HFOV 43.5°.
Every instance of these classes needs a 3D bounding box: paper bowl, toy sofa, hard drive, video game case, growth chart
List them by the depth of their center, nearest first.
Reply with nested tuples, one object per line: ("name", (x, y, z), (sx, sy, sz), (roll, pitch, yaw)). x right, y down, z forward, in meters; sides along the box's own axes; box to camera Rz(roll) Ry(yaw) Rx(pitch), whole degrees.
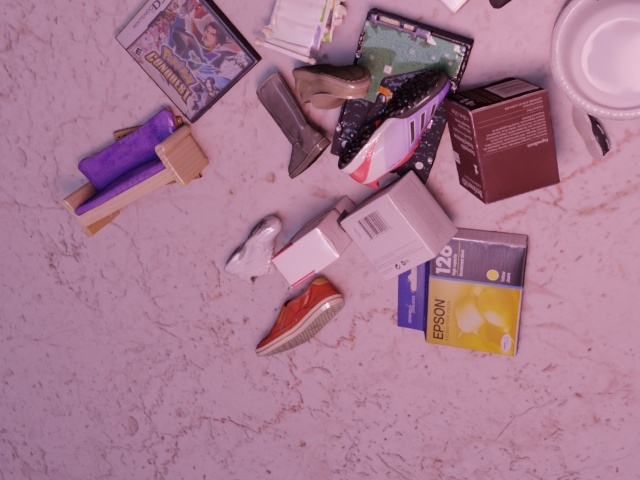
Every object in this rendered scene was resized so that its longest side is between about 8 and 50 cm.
("paper bowl", (0.587, -0.370, 1.547), (0.284, 0.148, 0.284), (9, 120, 16))
("growth chart", (-0.028, -0.502, 1.739), (0.172, 0.021, 0.237), (27, 109, 6))
("hard drive", (0.173, -0.312, 1.768), (0.237, 0.064, 0.339), (20, 122, 9))
("video game case", (-0.313, -0.452, 1.882), (0.248, 0.035, 0.275), (-36, 100, 30))
("toy sofa", (-0.476, -0.167, 1.994), (0.362, 0.150, 0.177), (-24, 108, 28))

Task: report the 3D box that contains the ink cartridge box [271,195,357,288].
("ink cartridge box", (0.000, 0.000, 1.899), (0.158, 0.218, 0.092), (-35, 96, 30))

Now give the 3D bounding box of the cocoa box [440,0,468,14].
("cocoa box", (0.221, -0.634, 1.485), (0.347, 0.231, 0.228), (43, 119, -5))

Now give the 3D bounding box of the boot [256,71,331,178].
("boot", (-0.082, -0.264, 1.874), (0.208, 0.076, 0.189), (46, 140, 0))

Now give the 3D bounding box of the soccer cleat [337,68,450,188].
("soccer cleat", (0.176, -0.236, 1.723), (0.116, 0.108, 0.318), (33, 122, -23))

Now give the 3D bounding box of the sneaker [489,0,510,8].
("sneaker", (0.450, -0.534, 1.538), (0.130, 0.109, 0.286), (43, 125, -15))

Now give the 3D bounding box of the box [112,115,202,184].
("box", (-0.415, -0.219, 2.046), (0.201, 0.021, 0.164), (-8, 113, 22))

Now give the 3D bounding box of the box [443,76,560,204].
("box", (0.372, -0.209, 1.660), (0.167, 0.168, 0.203), (-17, 111, -5))

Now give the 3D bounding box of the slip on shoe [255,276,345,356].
("slip on shoe", (-0.065, 0.208, 2.106), (0.331, 0.123, 0.101), (-45, 64, 36))

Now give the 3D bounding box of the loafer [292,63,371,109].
("loafer", (0.029, -0.327, 1.725), (0.102, 0.268, 0.092), (-17, 112, -21))

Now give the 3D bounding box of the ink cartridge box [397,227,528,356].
("ink cartridge box", (0.331, 0.118, 1.935), (0.307, 0.072, 0.303), (5, 117, 15))

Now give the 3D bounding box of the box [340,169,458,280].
("box", (0.177, -0.031, 1.821), (0.182, 0.119, 0.181), (52, 140, -6))

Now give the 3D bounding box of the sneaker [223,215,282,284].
("sneaker", (-0.146, 0.029, 2.053), (0.115, 0.090, 0.232), (36, 131, -9))

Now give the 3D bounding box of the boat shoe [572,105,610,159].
("boat shoe", (0.570, -0.233, 1.686), (0.125, 0.038, 0.046), (60, 160, -9))
